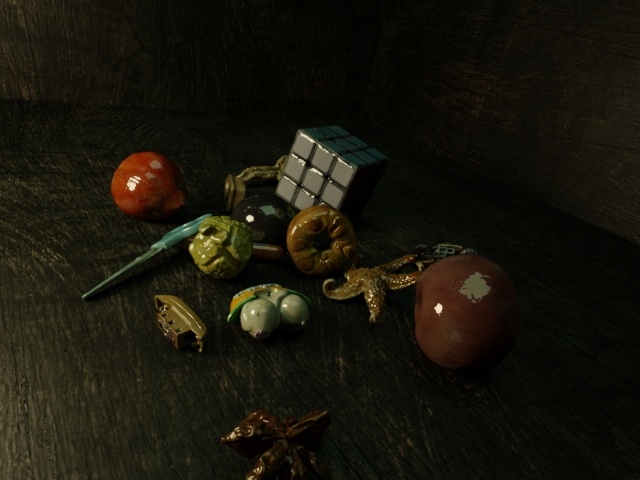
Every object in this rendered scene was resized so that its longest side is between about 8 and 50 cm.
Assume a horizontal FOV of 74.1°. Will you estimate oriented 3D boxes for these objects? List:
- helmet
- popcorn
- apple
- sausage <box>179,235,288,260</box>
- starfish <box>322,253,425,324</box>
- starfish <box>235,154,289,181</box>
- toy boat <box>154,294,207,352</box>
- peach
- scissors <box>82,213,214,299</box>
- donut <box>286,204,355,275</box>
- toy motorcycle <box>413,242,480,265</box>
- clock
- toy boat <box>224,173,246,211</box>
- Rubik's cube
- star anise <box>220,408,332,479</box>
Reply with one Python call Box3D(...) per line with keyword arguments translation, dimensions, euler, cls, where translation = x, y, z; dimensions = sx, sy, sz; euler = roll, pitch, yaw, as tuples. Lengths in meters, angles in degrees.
Box3D(translation=(-0.203, -0.082, 1.478), dimensions=(0.278, 0.161, 0.230), euler=(19, 29, 11), cls="helmet")
Box3D(translation=(-0.286, 0.018, 1.225), dimensions=(0.167, 0.186, 0.187), euler=(31, 12, -17), cls="popcorn")
Box3D(translation=(0.358, 0.179, 1.077), dimensions=(0.234, 0.306, 0.306), euler=(4, 25, 7), cls="apple")
Box3D(translation=(-0.273, 0.026, 1.348), dimensions=(0.347, 0.053, 0.053), euler=(7, 27, -11), cls="sausage")
Box3D(translation=(0.172, 0.119, 1.257), dimensions=(0.302, 0.113, 0.312), euler=(-5, 27, 24), cls="starfish")
Box3D(translation=(-0.159, -0.288, 1.993), dimensions=(0.323, 0.083, 0.432), euler=(30, 32, 12), cls="starfish")
Box3D(translation=(-0.336, 0.191, 0.993), dimensions=(0.077, 0.057, 0.200), euler=(-21, 41, -39), cls="toy boat")
Box3D(translation=(-0.562, -0.172, 1.435), dimensions=(0.256, 0.233, 0.232), euler=(26, 29, 22), cls="peach")
Box3D(translation=(-0.481, 0.037, 1.201), dimensions=(0.192, 0.029, 0.447), euler=(-15, 19, 34), cls="scissors")
Box3D(translation=(0.000, -0.002, 1.343), dimensions=(0.226, 0.227, 0.114), euler=(4, 19, -16), cls="donut")
Box3D(translation=(0.447, 0.076, 1.516), dimensions=(0.228, 0.130, 0.094), euler=(5, 45, 17), cls="toy motorcycle")
Box3D(translation=(-0.120, 0.178, 1.059), dimensions=(0.230, 0.104, 0.144), euler=(-10, 35, -34), cls="clock")
Box3D(translation=(-0.344, -0.195, 1.693), dimensions=(0.061, 0.116, 0.188), euler=(7, 29, -21), cls="toy boat")
Box3D(translation=(0.046, -0.263, 1.730), dimensions=(0.300, 0.304, 0.305), euler=(36, 31, 17), cls="Rubik's cube")
Box3D(translation=(-0.067, 0.357, 0.735), dimensions=(0.195, 0.111, 0.212), euler=(12, 32, 14), cls="star anise")
